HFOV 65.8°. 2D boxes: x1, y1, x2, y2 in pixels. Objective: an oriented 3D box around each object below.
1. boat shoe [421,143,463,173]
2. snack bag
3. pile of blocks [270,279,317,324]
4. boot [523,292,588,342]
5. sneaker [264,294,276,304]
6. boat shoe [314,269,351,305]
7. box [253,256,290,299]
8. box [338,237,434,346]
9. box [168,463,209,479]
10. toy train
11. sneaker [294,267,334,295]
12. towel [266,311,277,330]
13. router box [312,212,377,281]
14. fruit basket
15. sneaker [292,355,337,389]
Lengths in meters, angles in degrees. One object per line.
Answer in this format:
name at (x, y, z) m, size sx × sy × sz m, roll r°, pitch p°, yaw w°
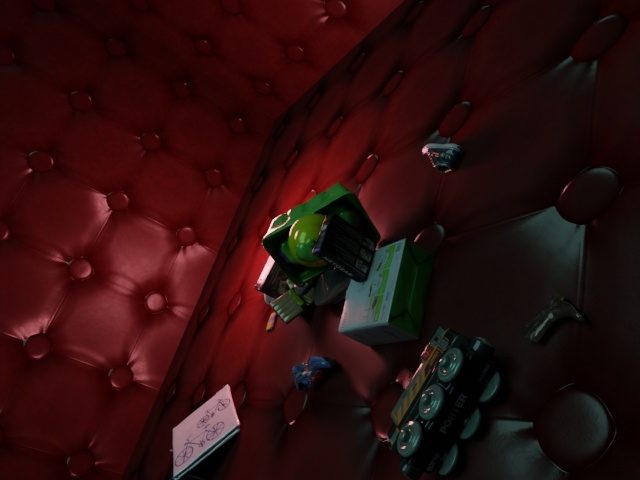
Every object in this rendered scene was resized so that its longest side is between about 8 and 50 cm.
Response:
boat shoe at (0.380, -0.267, 1.618) m, size 0.083 × 0.065 × 0.183 m, roll -61°, pitch 24°, yaw -7°
snack bag at (-0.483, 0.784, 2.051) m, size 0.323 × 0.037 × 0.342 m, roll -39°, pitch 20°, yaw -7°
pile of blocks at (-0.056, 0.183, 1.966) m, size 0.362 × 0.148 × 0.113 m, roll -60°, pitch -22°, yaw -23°
boot at (0.461, 0.169, 0.982) m, size 0.114 × 0.037 × 0.106 m, roll -50°, pitch 12°, yaw 14°
sneaker at (-0.188, 0.183, 2.244) m, size 0.091 × 0.094 × 0.258 m, roll 119°, pitch 172°, yaw -61°
boat shoe at (0.081, 0.148, 1.723) m, size 0.320 × 0.103 × 0.118 m, roll -44°, pitch 38°, yaw 44°
box at (-0.171, 0.173, 2.105) m, size 0.156 × 0.158 × 0.093 m, roll -64°, pitch 23°, yaw -9°
box at (0.188, 0.156, 1.439) m, size 0.231 × 0.126 × 0.262 m, roll -27°, pitch 40°, yaw 53°
box at (-0.546, 1.003, 1.963) m, size 0.207 × 0.108 × 0.153 m, roll -63°, pitch 23°, yaw -8°
toy train at (0.259, 0.347, 1.082) m, size 0.334 × 0.142 × 0.190 m, roll -61°, pitch 11°, yaw 2°
sneaker at (0.002, 0.103, 1.872) m, size 0.101 × 0.106 × 0.267 m, roll 17°, pitch 68°, yaw 47°
towel at (-0.213, 0.354, 2.168) m, size 0.060 × 0.009 × 0.083 m, roll -33°, pitch 35°, yaw 48°
router box at (0.074, 0.021, 1.449) m, size 0.046 × 0.179 × 0.133 m, roll -21°, pitch 42°, yaw 53°
fruit basket at (0.000, 0.000, 1.674) m, size 0.392 × 0.283 × 0.392 m, roll -23°, pitch 35°, yaw 18°
sneaker at (-0.015, 0.434, 1.611) m, size 0.221 × 0.083 × 0.087 m, roll -41°, pitch 43°, yaw 48°
